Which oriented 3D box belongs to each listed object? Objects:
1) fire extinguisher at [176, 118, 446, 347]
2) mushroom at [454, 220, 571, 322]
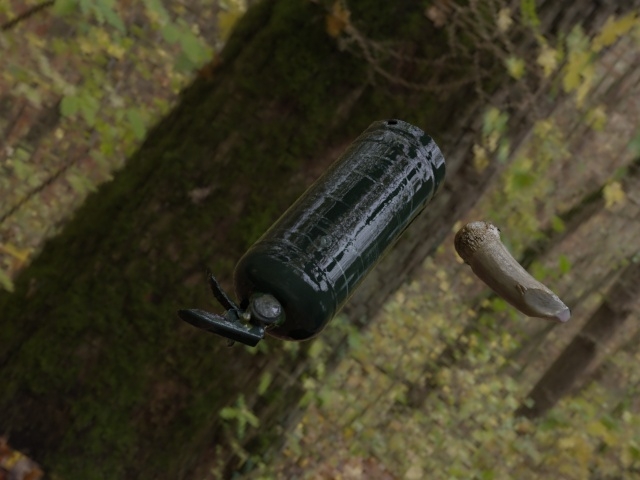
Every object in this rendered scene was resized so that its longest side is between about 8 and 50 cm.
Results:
[{"bbox_3d":[0.000,0.000,1.033,0.114,0.095,0.311,41,49,-1],"label":"fire extinguisher"},{"bbox_3d":[0.274,0.052,1.658,0.209,0.071,0.084,48,-8,41],"label":"mushroom"}]
